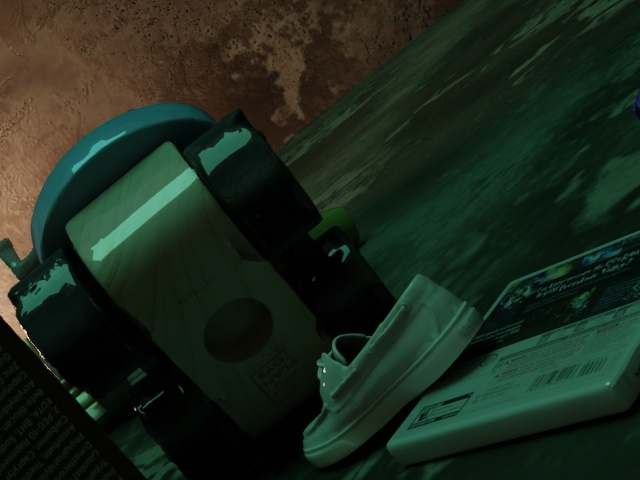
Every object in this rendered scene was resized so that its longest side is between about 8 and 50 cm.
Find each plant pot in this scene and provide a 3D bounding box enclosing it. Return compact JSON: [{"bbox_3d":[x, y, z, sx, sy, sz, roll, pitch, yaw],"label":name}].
[{"bbox_3d":[0.000,0.000,1.406,0.079,0.083,0.083,-30,4,-29],"label":"plant pot"}]

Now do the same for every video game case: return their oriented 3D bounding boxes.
[{"bbox_3d":[0.144,0.057,0.728,0.190,0.022,0.173,-29,14,51],"label":"video game case"}]

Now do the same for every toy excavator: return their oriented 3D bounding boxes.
[{"bbox_3d":[-0.103,0.020,1.119,0.222,0.433,0.445,-39,37,0],"label":"toy excavator"}]

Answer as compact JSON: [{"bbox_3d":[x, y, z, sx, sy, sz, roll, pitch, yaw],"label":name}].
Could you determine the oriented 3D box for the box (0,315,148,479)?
[{"bbox_3d":[-0.236,0.138,0.687,0.191,0.381,0.143,-31,15,43],"label":"box"}]

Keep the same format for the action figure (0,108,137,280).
[{"bbox_3d":[-0.172,0.010,1.491,0.330,0.341,0.179,-25,49,29],"label":"action figure"}]

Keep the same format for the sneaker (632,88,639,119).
[{"bbox_3d":[0.277,-0.106,0.916,0.071,0.068,0.170,-53,0,5],"label":"sneaker"}]

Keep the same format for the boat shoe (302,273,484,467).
[{"bbox_3d":[0.032,0.088,0.810,0.066,0.063,0.184,-45,-2,-44],"label":"boat shoe"}]

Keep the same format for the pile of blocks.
[{"bbox_3d":[-0.355,0.192,1.606,0.112,0.149,0.362,-42,10,-20],"label":"pile of blocks"}]
